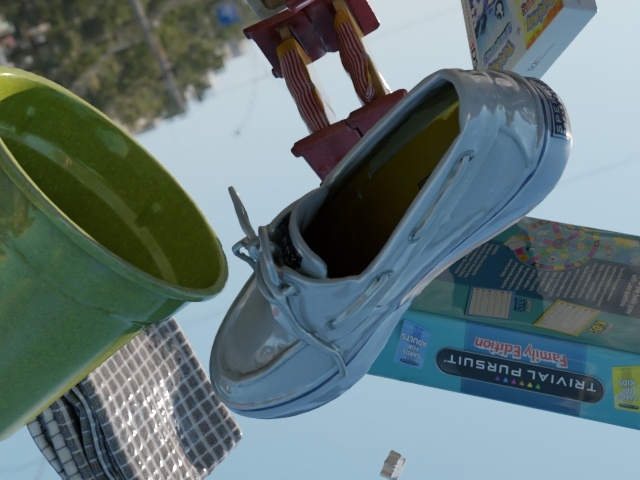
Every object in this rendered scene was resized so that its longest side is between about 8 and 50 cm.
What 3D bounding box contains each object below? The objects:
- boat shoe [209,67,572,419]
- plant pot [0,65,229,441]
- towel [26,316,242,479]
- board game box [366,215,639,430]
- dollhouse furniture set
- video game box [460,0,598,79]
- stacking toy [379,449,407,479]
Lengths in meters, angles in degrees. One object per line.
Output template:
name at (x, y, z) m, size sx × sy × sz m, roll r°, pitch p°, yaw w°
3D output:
boat shoe at (0.004, 0.006, 1.106) m, size 0.156 × 0.136 × 0.367 m, roll 11°, pitch 139°, yaw -43°
plant pot at (-0.265, 0.033, 1.355) m, size 0.254 × 0.276 × 0.276 m, roll -46°, pitch -174°, yaw 16°
towel at (-0.224, 0.185, 1.772) m, size 0.121 × 0.283 × 0.235 m, roll -24°, pitch -168°, yaw 24°
board game box at (0.220, 0.067, 1.467) m, size 0.336 × 0.079 × 0.254 m, roll 11°, pitch -154°, yaw 18°
dollhouse furniture set at (-0.023, -0.243, 1.776) m, size 0.152 × 0.201 × 0.374 m, roll -27°, pitch 148°, yaw 8°
video game box at (0.219, -0.269, 1.690) m, size 0.048 × 0.187 × 0.205 m, roll 1°, pitch 152°, yaw -22°
stacking toy at (0.135, 0.419, 2.167) m, size 0.167 × 0.221 × 0.052 m, roll 21°, pitch 171°, yaw 22°
